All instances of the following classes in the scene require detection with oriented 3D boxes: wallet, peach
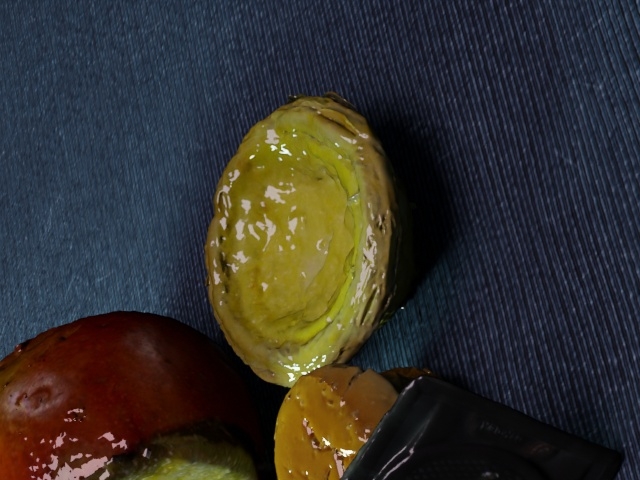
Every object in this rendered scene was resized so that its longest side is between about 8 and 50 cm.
[{"bbox_3d":[0.121,0.286,1.456,0.323,0.247,0.041,-59,16,27],"label":"wallet"},{"bbox_3d":[-0.253,0.261,1.830,0.416,0.339,0.353,4,90,47],"label":"peach"}]

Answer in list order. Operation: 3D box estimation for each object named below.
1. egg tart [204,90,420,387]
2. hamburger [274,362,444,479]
[{"bbox_3d":[0.000,0.000,1.702,0.345,0.132,0.345,-7,82,51],"label":"egg tart"},{"bbox_3d":[0.060,0.248,1.577,0.244,0.163,0.244,-6,82,48],"label":"hamburger"}]
